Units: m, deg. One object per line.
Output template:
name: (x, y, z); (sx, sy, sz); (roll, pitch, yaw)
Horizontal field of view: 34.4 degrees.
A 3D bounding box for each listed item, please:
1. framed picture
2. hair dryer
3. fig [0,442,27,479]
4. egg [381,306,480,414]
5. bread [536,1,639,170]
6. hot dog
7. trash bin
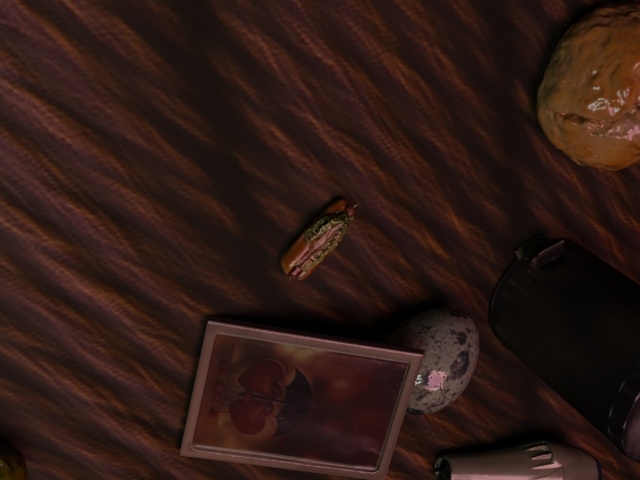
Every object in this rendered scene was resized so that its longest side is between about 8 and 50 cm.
framed picture: (-0.027, 0.216, 1.375); (0.289, 0.020, 0.211); (10, 114, -11)
hair dryer: (0.288, 0.433, 1.730); (0.295, 0.119, 0.298); (27, 113, -33)
fig: (-0.381, 0.274, 1.212); (0.082, 0.098, 0.084); (-40, 112, -36)
egg: (0.154, 0.167, 1.455); (0.172, 0.132, 0.132); (-43, 131, -12)
bread: (0.415, -0.203, 1.402); (0.244, 0.134, 0.245); (-13, 120, -25)
hot dog: (0.000, 0.000, 1.322); (0.133, 0.041, 0.056); (-49, 130, 2)
trash bin: (0.411, 0.153, 1.498); (0.202, 0.301, 0.252); (-28, 130, -16)
